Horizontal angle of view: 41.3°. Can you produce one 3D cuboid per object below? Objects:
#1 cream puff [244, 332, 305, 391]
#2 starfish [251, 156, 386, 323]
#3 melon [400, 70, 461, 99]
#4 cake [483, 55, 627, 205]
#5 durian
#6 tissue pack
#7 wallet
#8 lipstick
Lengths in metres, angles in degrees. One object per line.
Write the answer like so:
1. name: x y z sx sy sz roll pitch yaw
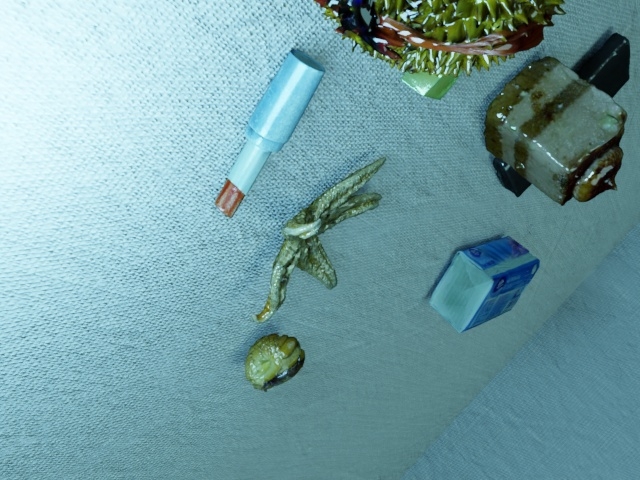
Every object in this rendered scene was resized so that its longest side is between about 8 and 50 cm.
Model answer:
1. cream puff: -0.098 0.245 1.745 0.133 0.104 0.119 -29 -171 -12
2. starfish: -0.009 -0.006 1.522 0.375 0.094 0.327 -56 163 7
3. melon: 0.195 -0.317 1.414 0.118 0.064 0.209 -30 153 -31
4. cake: 0.500 -0.208 1.759 0.196 0.293 0.199 -41 158 -10
5. durian: 0.133 -0.357 0.983 0.347 0.347 0.384 -37 165 -16
6. tissue pack: 0.445 0.114 2.303 0.263 0.146 0.198 -13 138 -46
7. wallet: 0.574 -0.290 2.010 0.406 0.062 0.228 -48 154 2
8. lipstick: -0.084 -0.147 1.247 0.068 0.061 0.274 -6 134 -55
